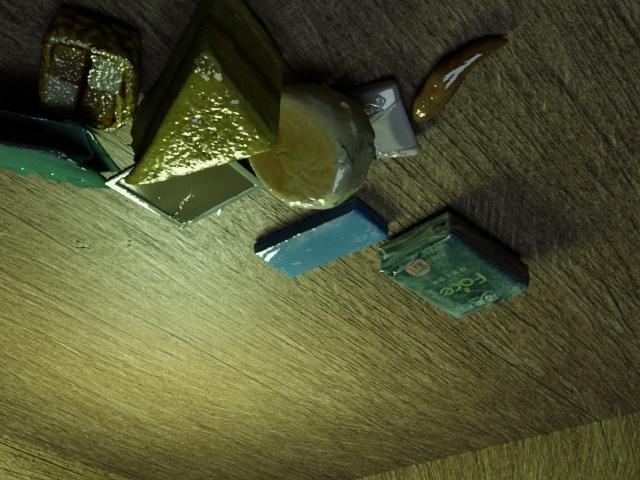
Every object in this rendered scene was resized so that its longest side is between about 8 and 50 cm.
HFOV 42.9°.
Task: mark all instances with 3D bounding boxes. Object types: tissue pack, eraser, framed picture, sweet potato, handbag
[{"bbox_3d":[0.327,0.063,1.993,0.315,0.103,0.228,30,137,-34],"label":"tissue pack"},{"bbox_3d":[0.063,-0.215,1.638,0.243,0.059,0.204,-11,144,18],"label":"eraser"},{"bbox_3d":[-0.277,-0.124,1.715,0.231,0.018,0.293,-26,153,13],"label":"framed picture"},{"bbox_3d":[0.238,-0.297,1.523,0.078,0.058,0.255,5,146,-36],"label":"sweet potato"},{"bbox_3d":[-0.548,-0.187,1.589,0.268,0.100,0.274,11,171,2],"label":"handbag"},{"bbox_3d":[0.000,0.000,1.961,0.312,0.043,0.144,-23,138,30],"label":"eraser"}]

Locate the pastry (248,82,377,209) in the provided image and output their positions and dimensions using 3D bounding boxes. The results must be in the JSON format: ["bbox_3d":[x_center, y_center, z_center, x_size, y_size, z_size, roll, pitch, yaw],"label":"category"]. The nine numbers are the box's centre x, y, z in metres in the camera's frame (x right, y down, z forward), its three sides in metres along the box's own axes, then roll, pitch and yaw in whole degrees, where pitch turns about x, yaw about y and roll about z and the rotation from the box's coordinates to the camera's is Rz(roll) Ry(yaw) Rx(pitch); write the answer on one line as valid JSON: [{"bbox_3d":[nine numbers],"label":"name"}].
[{"bbox_3d":[-0.021,-0.176,1.555,0.265,0.133,0.265,11,113,29],"label":"pastry"}]

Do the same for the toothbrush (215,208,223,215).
[{"bbox_3d":[-0.205,-0.129,1.801,0.018,0.024,0.257,10,145,-13],"label":"toothbrush"}]

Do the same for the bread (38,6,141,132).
[{"bbox_3d":[-0.416,-0.306,1.483,0.181,0.096,0.222,13,143,-13],"label":"bread"}]

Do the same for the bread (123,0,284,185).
[{"bbox_3d":[-0.263,-0.254,1.438,0.361,0.233,0.245,-17,141,25],"label":"bread"}]
